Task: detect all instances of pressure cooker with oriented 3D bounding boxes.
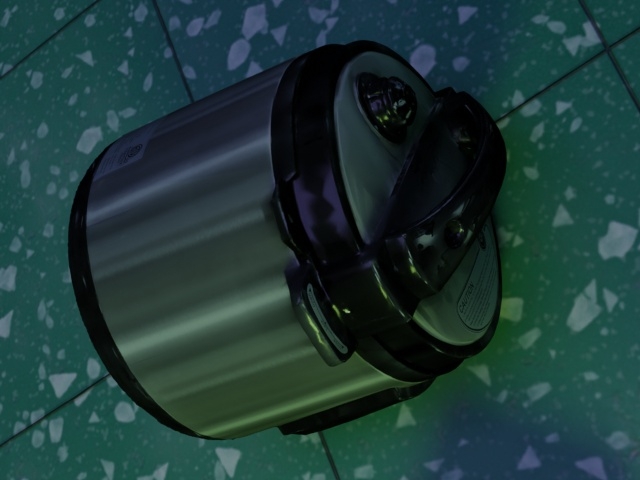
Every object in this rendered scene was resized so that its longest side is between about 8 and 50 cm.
[{"bbox_3d":[-0.004,-0.004,1.452,0.420,0.375,0.369,-21,65,28],"label":"pressure cooker"}]
